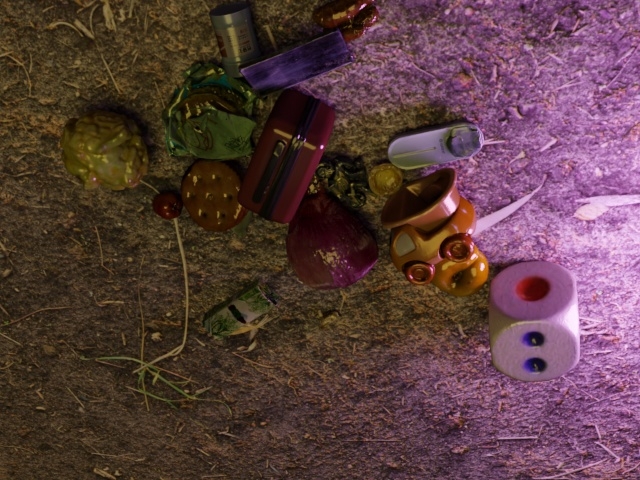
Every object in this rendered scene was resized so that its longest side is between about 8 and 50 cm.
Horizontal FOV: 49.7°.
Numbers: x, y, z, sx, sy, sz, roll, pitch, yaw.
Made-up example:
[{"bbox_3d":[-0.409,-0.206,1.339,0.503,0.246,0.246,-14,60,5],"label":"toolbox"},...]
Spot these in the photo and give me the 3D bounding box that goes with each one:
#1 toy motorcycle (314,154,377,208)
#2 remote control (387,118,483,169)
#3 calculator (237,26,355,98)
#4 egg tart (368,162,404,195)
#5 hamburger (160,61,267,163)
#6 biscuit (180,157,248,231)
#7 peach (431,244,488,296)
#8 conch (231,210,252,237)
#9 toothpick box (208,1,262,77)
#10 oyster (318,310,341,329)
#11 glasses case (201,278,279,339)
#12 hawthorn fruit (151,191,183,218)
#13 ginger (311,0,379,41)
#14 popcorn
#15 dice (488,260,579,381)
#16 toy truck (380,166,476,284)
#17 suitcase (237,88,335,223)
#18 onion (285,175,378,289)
[{"bbox_3d":[0.079,-0.171,1.879,0.124,0.061,0.193,-40,118,22],"label":"toy motorcycle"},{"bbox_3d":[0.296,-0.249,1.787,0.248,0.052,0.104,-9,126,16],"label":"remote control"},{"bbox_3d":[-0.055,-0.423,1.657,0.262,0.021,0.161,-18,162,10],"label":"calculator"},{"bbox_3d":[0.175,-0.170,1.869,0.105,0.039,0.105,-5,125,-7],"label":"egg tart"},{"bbox_3d":[-0.286,-0.310,1.784,0.261,0.150,0.276,14,127,-2],"label":"hamburger"},{"bbox_3d":[-0.298,-0.129,1.936,0.221,0.066,0.220,8,111,21],"label":"biscuit"},{"bbox_3d":[0.398,0.082,1.986,0.179,0.103,0.179,4,125,5],"label":"peach"},{"bbox_3d":[-0.241,-0.081,2.001,0.088,0.065,0.180,9,130,2],"label":"conch"},{"bbox_3d":[-0.202,-0.484,1.668,0.101,0.101,0.153,-5,125,14],"label":"toothpick box"},{"bbox_3d":[0.023,0.256,2.230,0.093,0.034,0.051,-30,133,16],"label":"oyster"},{"bbox_3d":[-0.262,0.228,2.240,0.272,0.062,0.095,-34,115,29],"label":"glasses case"},{"bbox_3d":[-0.453,-0.105,2.021,0.093,0.081,0.081,16,134,36],"label":"hawthorn fruit"},{"bbox_3d":[0.068,-0.516,1.613,0.162,0.073,0.103,-17,123,20],"label":"ginger"},{"bbox_3d":[-0.579,-0.241,1.867,0.255,0.194,0.256,-25,137,32],"label":"popcorn"},{"bbox_3d":[0.607,0.228,1.964,0.243,0.259,0.251,-4,127,16],"label":"dice"},{"bbox_3d":[0.293,-0.039,1.851,0.288,0.204,0.211,-31,113,29],"label":"toy truck"},{"bbox_3d":[-0.088,-0.213,1.767,0.161,0.236,0.297,24,126,-7],"label":"suitcase"},{"bbox_3d":[0.000,0.000,1.944,0.267,0.159,0.348,-11,120,29],"label":"onion"}]
